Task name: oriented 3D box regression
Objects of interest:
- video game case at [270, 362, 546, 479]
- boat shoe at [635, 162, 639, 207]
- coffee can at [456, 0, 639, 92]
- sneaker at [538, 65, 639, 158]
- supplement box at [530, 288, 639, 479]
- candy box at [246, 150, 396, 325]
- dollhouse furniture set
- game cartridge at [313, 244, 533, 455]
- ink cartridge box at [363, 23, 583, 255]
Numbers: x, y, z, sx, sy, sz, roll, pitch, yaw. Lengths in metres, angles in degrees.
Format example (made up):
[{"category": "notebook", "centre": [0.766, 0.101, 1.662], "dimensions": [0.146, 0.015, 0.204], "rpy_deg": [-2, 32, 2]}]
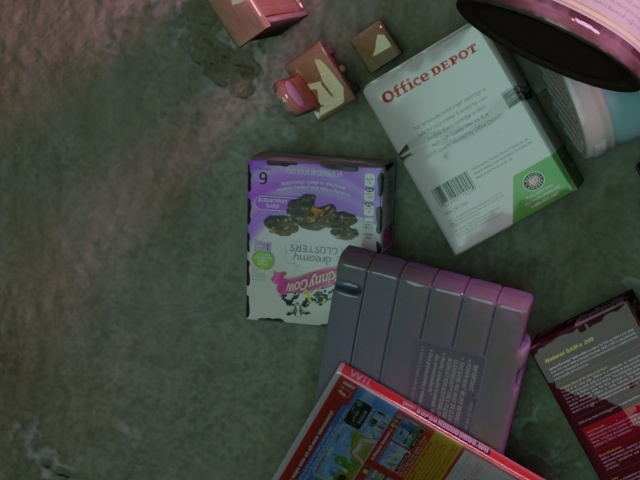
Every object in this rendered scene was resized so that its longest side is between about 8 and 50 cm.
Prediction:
[{"category": "video game case", "centre": [0.102, 0.288, 1.936], "dimensions": [0.285, 0.025, 0.204], "rpy_deg": [30, 121, 1]}, {"category": "boat shoe", "centre": [0.379, -0.030, 1.870], "dimensions": [0.038, 0.046, 0.125], "rpy_deg": [-26, 101, 14]}, {"category": "coffee can", "centre": [0.283, -0.313, 1.652], "dimensions": [0.201, 0.201, 0.275], "rpy_deg": [26, 88, 10]}, {"category": "sneaker", "centre": [0.290, -0.281, 1.820], "dimensions": [0.150, 0.135, 0.366], "rpy_deg": [-20, 94, -5]}, {"category": "supplement box", "centre": [0.352, 0.192, 1.903], "dimensions": [0.130, 0.073, 0.239], "rpy_deg": [-27, 93, 18]}, {"category": "candy box", "centre": [0.000, 0.000, 1.969], "dimensions": [0.164, 0.070, 0.196], "rpy_deg": [4, 102, 14]}, {"category": "dollhouse furniture set", "centre": [0.049, -0.346, 1.836], "dimensions": [0.355, 0.174, 0.303], "rpy_deg": [-33, 91, 19]}, {"category": "game cartridge", "centre": [0.108, 0.192, 1.933], "dimensions": [0.230, 0.068, 0.355], "rpy_deg": [13, 118, 6]}, {"category": "ink cartridge box", "centre": [0.173, -0.120, 1.885], "dimensions": [0.160, 0.092, 0.219], "rpy_deg": [-29, 91, 19]}]
